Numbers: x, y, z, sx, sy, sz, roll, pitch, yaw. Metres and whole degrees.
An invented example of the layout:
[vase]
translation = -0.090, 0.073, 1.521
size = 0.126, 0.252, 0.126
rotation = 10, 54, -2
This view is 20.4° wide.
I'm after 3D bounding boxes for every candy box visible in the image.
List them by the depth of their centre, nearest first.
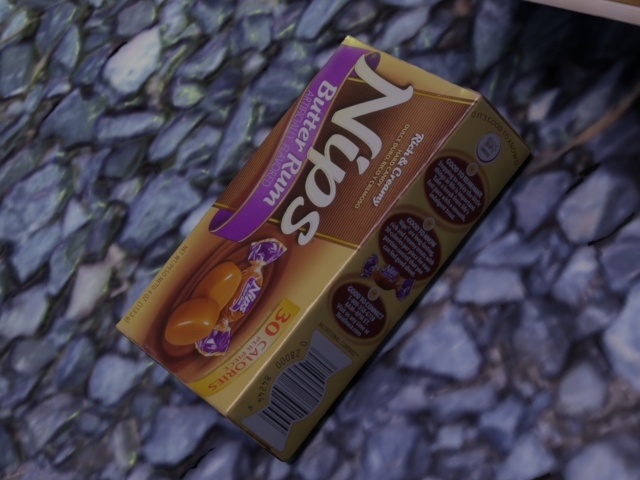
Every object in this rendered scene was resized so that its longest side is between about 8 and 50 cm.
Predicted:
[candy box]
translation = 0.000, 0.000, 0.840
size = 0.186, 0.053, 0.109
rotation = -52, 40, -4

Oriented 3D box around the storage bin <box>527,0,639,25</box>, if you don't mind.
[storage bin]
translation = 0.154, -0.221, 0.752
size = 0.262, 0.123, 0.260
rotation = 22, 104, 49
